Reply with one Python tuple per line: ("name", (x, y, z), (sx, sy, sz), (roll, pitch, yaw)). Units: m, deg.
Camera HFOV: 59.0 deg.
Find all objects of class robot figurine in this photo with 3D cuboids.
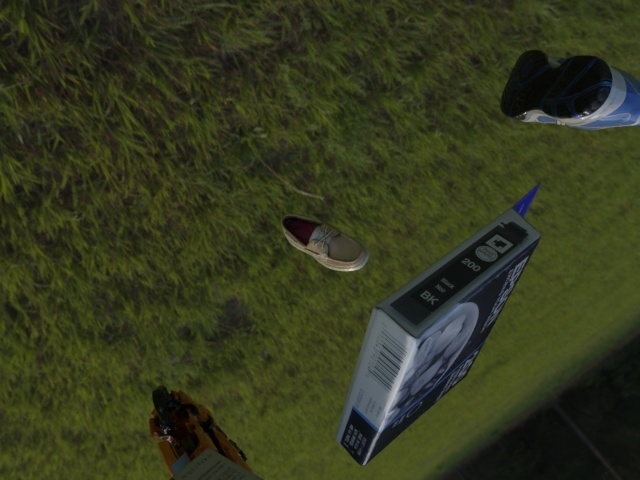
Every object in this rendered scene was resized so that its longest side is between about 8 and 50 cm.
("robot figurine", (-0.202, 0.356, 0.947), (0.085, 0.291, 0.211), (-47, 123, -9))

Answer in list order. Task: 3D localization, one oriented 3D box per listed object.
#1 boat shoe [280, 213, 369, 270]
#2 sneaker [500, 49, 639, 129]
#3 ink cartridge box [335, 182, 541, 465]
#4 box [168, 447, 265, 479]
("boat shoe", (0.000, 0.000, 0.923), (0.063, 0.170, 0.059), (-60, 144, -14))
("sneaker", (0.261, -0.153, 0.603), (0.081, 0.211, 0.080), (14, 110, -14))
("ink cartridge box", (0.110, 0.075, 0.481), (0.208, 0.045, 0.206), (-32, 148, -32))
("box", (-0.077, 0.359, 0.597), (0.126, 0.232, 0.149), (-22, 128, -61))
